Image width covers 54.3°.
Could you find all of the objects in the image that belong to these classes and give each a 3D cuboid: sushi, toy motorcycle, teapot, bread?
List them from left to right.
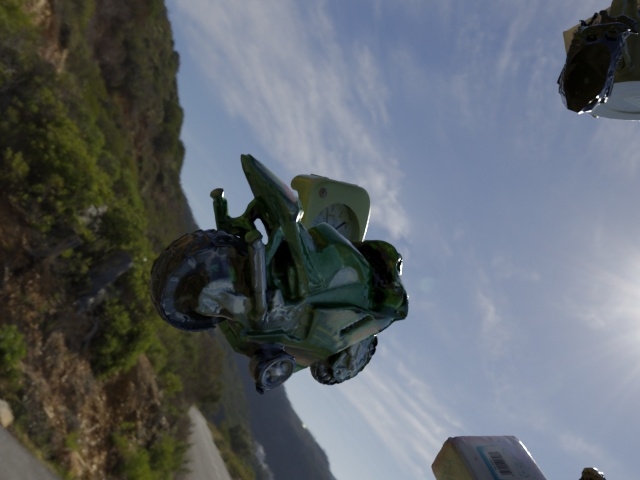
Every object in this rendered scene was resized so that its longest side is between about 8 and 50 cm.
[{"bbox_3d":[-0.007,0.031,0.368,0.190,0.106,0.074,35,8,-46],"label":"toy motorcycle"},{"bbox_3d":[0.560,0.535,1.299,0.082,0.113,0.060,39,-5,-27],"label":"bread"},{"bbox_3d":[0.264,-0.175,0.604,0.056,0.083,0.085,26,-52,21],"label":"sushi"},{"bbox_3d":[0.457,-0.269,0.888,0.162,0.149,0.239,4,-8,43],"label":"teapot"}]

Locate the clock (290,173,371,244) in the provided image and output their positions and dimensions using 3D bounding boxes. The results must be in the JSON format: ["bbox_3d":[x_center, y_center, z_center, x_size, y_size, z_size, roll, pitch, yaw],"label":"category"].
[{"bbox_3d":[0.000,0.000,1.148,0.170,0.232,0.069,10,6,-45],"label":"clock"}]

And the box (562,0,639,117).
[{"bbox_3d":[0.592,-0.362,1.138,0.097,0.168,0.265,27,-37,-34],"label":"box"}]

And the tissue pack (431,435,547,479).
[{"bbox_3d":[0.359,0.516,1.205,0.124,0.201,0.271,-63,-147,28],"label":"tissue pack"}]
